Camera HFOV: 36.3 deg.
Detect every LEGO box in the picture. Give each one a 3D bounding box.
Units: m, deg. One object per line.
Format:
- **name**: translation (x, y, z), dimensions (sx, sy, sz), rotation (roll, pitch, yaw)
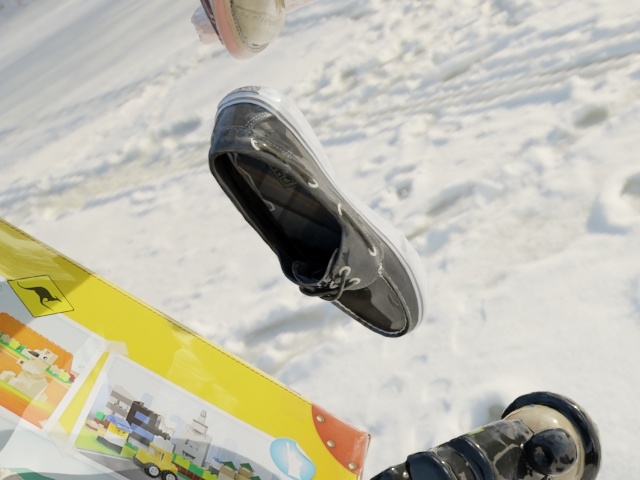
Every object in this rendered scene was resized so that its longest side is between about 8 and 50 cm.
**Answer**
- **LEGO box**: translation (-0.232, 0.184, 0.676), dimensions (0.193, 0.500, 0.372), rotation (-54, 9, 26)

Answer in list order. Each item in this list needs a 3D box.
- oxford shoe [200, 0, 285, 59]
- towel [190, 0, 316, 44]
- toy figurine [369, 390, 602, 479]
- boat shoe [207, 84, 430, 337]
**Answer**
- **oxford shoe**: translation (-0.048, -0.237, 0.775), dimensions (0.130, 0.123, 0.348), rotation (-25, -4, 2)
- **towel**: translation (0.043, -0.330, 1.075), dimensions (0.331, 0.053, 0.317), rotation (-23, 18, 19)
- **toy figurine**: translation (0.122, 0.194, 0.452), dimensions (0.213, 0.210, 0.148), rotation (20, 15, 38)
- **boat shoe**: translation (0.000, 0.000, 0.665), dimensions (0.080, 0.228, 0.076), rotation (-15, 35, 29)
